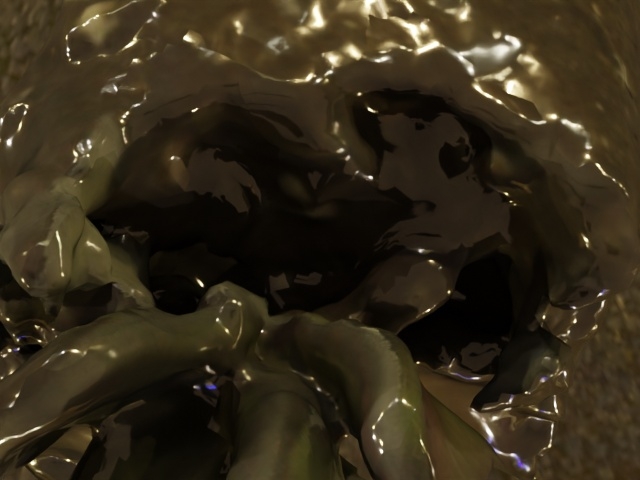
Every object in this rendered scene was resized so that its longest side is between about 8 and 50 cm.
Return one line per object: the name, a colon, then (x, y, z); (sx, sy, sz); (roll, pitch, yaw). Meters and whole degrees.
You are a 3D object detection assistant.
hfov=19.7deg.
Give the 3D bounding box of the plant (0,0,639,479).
plant: (0.000, 0.000, 0.548); (0.188, 0.276, 0.199); (17, 148, 0)
